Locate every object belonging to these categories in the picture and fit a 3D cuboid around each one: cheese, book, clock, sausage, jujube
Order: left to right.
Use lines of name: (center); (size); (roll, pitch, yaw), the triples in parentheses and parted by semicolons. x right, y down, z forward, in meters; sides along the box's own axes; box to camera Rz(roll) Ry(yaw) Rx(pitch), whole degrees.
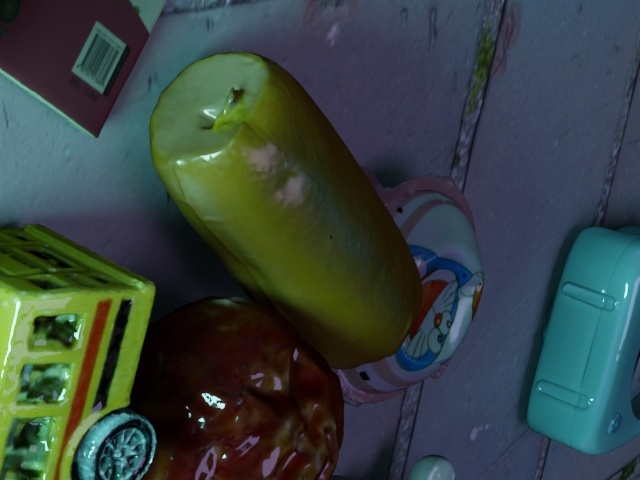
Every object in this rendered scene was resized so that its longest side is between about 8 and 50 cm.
book: (-0.114, -0.186, 1.007); (0.232, 0.022, 0.162); (-65, 154, -7)
jujube: (-0.086, 0.156, 1.145); (0.250, 0.174, 0.174); (-60, 151, -5)
sausage: (-0.004, 0.005, 1.207); (0.112, 0.112, 0.328); (-58, 141, -19)
cheese: (0.044, 0.023, 1.368); (0.189, 0.074, 0.286); (-61, 143, -13)
clock: (0.313, 0.087, 1.859); (0.274, 0.094, 0.223); (-12, 119, -59)

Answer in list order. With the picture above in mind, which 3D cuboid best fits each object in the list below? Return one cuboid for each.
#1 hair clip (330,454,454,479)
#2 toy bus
hair clip: (0.032, 0.249, 1.512); (0.257, 0.075, 0.146); (-6, 119, -54)
toy bus: (-0.188, 0.164, 1.018); (0.123, 0.121, 0.335); (1, 108, -51)
